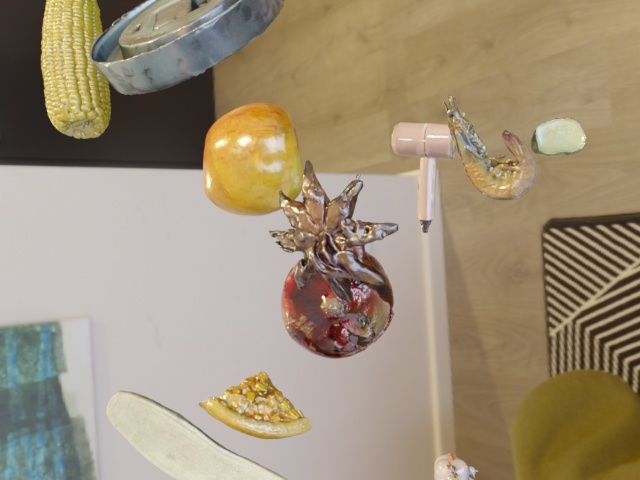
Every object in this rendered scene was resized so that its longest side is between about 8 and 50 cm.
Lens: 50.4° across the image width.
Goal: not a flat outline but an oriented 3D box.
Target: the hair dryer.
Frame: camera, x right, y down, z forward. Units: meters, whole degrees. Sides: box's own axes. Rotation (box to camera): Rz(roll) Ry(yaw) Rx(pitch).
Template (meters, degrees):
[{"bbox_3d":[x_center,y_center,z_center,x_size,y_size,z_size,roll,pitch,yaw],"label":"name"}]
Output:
[{"bbox_3d":[0.314,-0.189,2.099,0.190,0.107,0.344,7,106,21],"label":"hair dryer"}]

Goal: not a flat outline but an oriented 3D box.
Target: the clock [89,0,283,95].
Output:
[{"bbox_3d":[-0.200,-0.331,1.035,0.313,0.313,0.061,31,156,51],"label":"clock"}]

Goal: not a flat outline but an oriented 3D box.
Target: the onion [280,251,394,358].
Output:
[{"bbox_3d":[0.044,0.147,1.559,0.195,0.272,0.271,-112,24,-83],"label":"onion"}]

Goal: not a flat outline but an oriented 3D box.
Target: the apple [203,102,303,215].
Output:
[{"bbox_3d":[-0.184,-0.213,1.818,0.299,0.275,0.298,-6,-90,-87],"label":"apple"}]

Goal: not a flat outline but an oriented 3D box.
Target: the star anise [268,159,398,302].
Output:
[{"bbox_3d":[0.000,0.000,1.174,0.272,0.102,0.271,12,114,29],"label":"star anise"}]

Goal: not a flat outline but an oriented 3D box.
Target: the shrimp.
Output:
[{"bbox_3d":[0.324,-0.180,1.309,0.144,0.052,0.251,-14,125,45],"label":"shrimp"}]

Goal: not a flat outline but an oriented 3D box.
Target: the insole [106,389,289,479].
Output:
[{"bbox_3d":[-0.103,0.189,0.586,0.192,0.010,0.063,27,112,9],"label":"insole"}]

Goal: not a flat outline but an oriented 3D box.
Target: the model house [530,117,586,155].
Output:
[{"bbox_3d":[0.407,-0.170,1.171,0.083,0.079,0.066,36,-136,-77],"label":"model house"}]

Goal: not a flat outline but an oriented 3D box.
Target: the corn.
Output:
[{"bbox_3d":[-0.509,-0.378,1.411,0.131,0.131,0.344,-37,58,51],"label":"corn"}]

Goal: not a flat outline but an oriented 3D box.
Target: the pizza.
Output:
[{"bbox_3d":[-0.095,0.257,1.080,0.131,0.178,0.041,-70,3,-59],"label":"pizza"}]

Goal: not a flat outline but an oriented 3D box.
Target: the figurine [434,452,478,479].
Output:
[{"bbox_3d":[0.416,0.726,2.086,0.112,0.229,0.137,-22,41,28],"label":"figurine"}]
